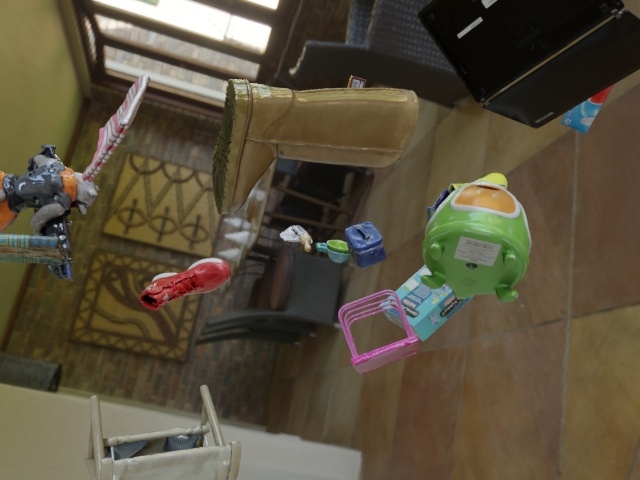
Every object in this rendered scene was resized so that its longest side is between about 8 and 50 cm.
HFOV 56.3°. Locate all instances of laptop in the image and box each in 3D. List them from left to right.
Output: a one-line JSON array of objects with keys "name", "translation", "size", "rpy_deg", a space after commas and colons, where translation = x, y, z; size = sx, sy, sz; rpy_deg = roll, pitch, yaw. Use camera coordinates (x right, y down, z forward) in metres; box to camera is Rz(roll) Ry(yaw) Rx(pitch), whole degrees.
[{"name": "laptop", "translation": [0.323, -0.306, 0.872], "size": [0.234, 0.264, 0.136], "rpy_deg": [-32, 7, 44]}]

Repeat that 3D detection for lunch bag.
[{"name": "lunch bag", "translation": [0.093, 0.006, 1.258], "size": [0.098, 0.067, 0.065], "rpy_deg": [-123, 14, -57]}]

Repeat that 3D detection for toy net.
[{"name": "toy net", "translation": [0.000, 0.000, 1.516], "size": [0.232, 0.122, 0.045], "rpy_deg": [23, 111, 35]}]

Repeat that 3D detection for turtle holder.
[{"name": "turtle holder", "translation": [0.376, 0.012, 1.397], "size": [0.244, 0.320, 0.227], "rpy_deg": [-6, 50, 34]}]

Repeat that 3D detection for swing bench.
[{"name": "swing bench", "translation": [-0.323, 0.428, 1.196], "size": [0.255, 0.253, 0.165], "rpy_deg": [32, 116, 60]}]

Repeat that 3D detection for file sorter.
[{"name": "file sorter", "translation": [0.177, 0.283, 1.860], "size": [0.290, 0.202, 0.182], "rpy_deg": [65, -175, -70]}]

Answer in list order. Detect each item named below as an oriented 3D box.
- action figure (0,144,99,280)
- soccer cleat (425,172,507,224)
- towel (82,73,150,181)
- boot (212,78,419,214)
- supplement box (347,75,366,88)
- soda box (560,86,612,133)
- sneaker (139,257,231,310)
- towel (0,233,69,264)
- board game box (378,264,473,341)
[{"name": "action figure", "translation": [-0.670, -0.061, 1.371], "size": [0.178, 0.330, 0.341], "rpy_deg": [151, 101, -71]}, {"name": "soccer cleat", "translation": [0.392, -0.114, 1.586], "size": [0.093, 0.289, 0.121], "rpy_deg": [19, 139, 54]}, {"name": "towel", "translation": [-0.387, -0.211, 1.126], "size": [0.197, 0.029, 0.144], "rpy_deg": [-38, 35, 40]}, {"name": "boot", "translation": [-0.014, -0.126, 0.889], "size": [0.236, 0.270, 0.089], "rpy_deg": [113, 149, -45]}, {"name": "supplement box", "translation": [0.092, -0.402, 1.584], "size": [0.083, 0.043, 0.054], "rpy_deg": [-82, 7, -77]}, {"name": "soda box", "translation": [0.640, -0.360, 1.389], "size": [0.071, 0.067, 0.210], "rpy_deg": [-42, -26, -45]}, {"name": "sneaker", "translation": [-0.321, 0.116, 1.403], "size": [0.087, 0.221, 0.128], "rpy_deg": [65, -161, -15]}, {"name": "towel", "translation": [-0.712, 0.017, 1.196], "size": [0.271, 0.370, 0.040], "rpy_deg": [157, 115, -70]}, {"name": "board game box", "translation": [0.407, 0.187, 2.146], "size": [0.336, 0.079, 0.254], "rpy_deg": [-40, 22, -10]}]
